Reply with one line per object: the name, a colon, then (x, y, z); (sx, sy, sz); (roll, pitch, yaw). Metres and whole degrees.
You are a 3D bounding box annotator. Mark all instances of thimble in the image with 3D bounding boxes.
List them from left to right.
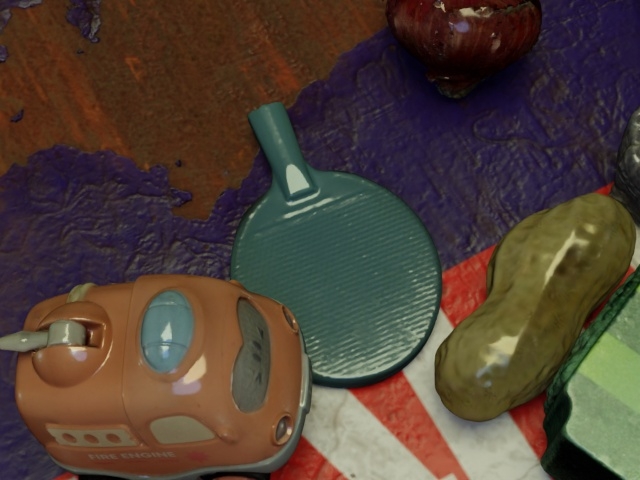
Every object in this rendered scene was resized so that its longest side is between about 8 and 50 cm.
thimble: (0.377, -0.076, 1.417); (0.150, 0.098, 0.150); (-1, 63, 2)

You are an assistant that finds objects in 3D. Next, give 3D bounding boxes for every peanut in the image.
peanut: (0.205, 0.060, 1.352); (0.125, 0.111, 0.274); (31, 69, 21)

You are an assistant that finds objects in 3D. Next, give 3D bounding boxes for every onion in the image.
onion: (0.149, -0.230, 1.493); (0.184, 0.147, 0.184); (11, 23, -5)

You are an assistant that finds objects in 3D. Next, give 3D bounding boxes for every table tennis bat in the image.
table tennis bat: (0.000, 0.000, 1.433); (0.215, 0.044, 0.329); (-21, 67, -6)

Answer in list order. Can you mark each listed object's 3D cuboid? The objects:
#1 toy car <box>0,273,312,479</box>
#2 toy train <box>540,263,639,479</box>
toy car: (-0.153, 0.121, 1.271); (0.270, 0.212, 0.181); (-5, 63, 14)
toy train: (0.349, 0.142, 1.267); (0.238, 0.167, 0.299); (35, 69, 13)
